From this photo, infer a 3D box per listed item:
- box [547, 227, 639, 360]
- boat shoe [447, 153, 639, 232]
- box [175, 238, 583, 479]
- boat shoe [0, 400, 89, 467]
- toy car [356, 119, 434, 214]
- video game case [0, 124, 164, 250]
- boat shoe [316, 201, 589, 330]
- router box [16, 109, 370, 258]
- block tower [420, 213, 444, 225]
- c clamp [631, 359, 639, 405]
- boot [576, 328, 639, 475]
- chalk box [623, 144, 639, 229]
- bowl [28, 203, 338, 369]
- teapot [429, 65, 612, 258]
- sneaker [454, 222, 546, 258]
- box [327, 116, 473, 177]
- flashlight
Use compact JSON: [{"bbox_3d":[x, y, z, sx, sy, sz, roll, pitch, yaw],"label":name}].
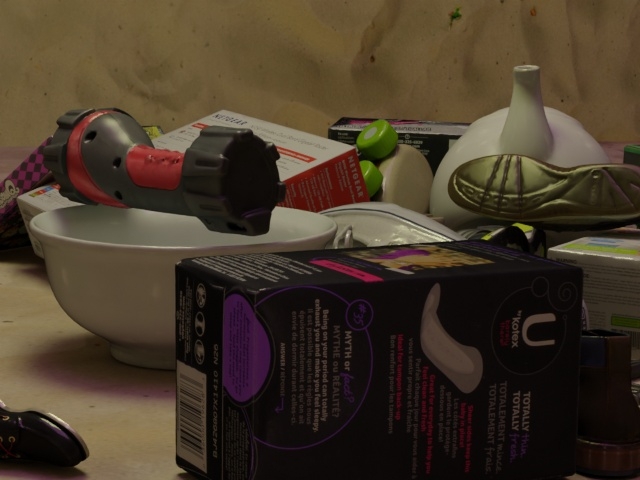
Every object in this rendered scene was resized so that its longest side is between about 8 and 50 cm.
[{"bbox_3d":[0.319,0.052,1.801,0.114,0.103,0.203,7,10,29],"label":"box"},{"bbox_3d":[0.249,-0.042,1.867,0.224,0.080,0.073,2,-27,22],"label":"boat shoe"},{"bbox_3d":[0.042,0.093,1.283,0.270,0.165,0.143,-3,10,-27],"label":"box"},{"bbox_3d":[-0.231,0.147,1.307,0.133,0.049,0.042,14,42,30],"label":"boat shoe"},{"bbox_3d":[0.048,-0.040,2.260,0.188,0.155,0.149,-20,35,37],"label":"toy car"},{"bbox_3d":[-0.335,-0.065,2.242,0.232,0.042,0.210,-38,-15,31],"label":"video game case"},{"bbox_3d":[0.070,0.058,1.697,0.367,0.135,0.156,22,23,41],"label":"boat shoe"},{"bbox_3d":[-0.154,-0.043,2.045,0.301,0.082,0.335,-25,23,-23],"label":"router box"},{"bbox_3d":[0.000,0.000,2.135,0.091,0.097,0.335,-6,10,-41],"label":"block tower"},{"bbox_3d":[0.308,0.130,1.581,0.137,0.022,0.161,2,9,37],"label":"c clamp"},{"bbox_3d":[0.197,0.109,1.398,0.082,0.106,0.219,-2,10,-21],"label":"boot"},{"bbox_3d":[0.462,-0.016,2.033,0.289,0.179,0.180,-4,11,-24],"label":"chalk box"},{"bbox_3d":[-0.132,0.045,1.677,0.298,0.134,0.298,2,9,0],"label":"bowl"},{"bbox_3d":[0.253,-0.081,2.151,0.252,0.187,0.256,19,-27,-35],"label":"teapot"},{"bbox_3d":[0.176,0.037,1.942,0.121,0.111,0.300,-5,0,16],"label":"sneaker"},{"bbox_3d":[0.139,-0.090,2.491,0.247,0.163,0.142,3,10,8],"label":"box"},{"bbox_3d":[-0.150,-0.075,1.649,0.103,0.103,0.304,36,-17,-32],"label":"flashlight"}]
